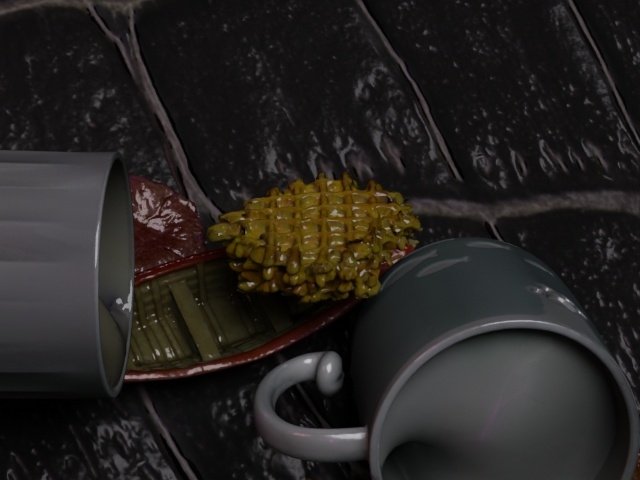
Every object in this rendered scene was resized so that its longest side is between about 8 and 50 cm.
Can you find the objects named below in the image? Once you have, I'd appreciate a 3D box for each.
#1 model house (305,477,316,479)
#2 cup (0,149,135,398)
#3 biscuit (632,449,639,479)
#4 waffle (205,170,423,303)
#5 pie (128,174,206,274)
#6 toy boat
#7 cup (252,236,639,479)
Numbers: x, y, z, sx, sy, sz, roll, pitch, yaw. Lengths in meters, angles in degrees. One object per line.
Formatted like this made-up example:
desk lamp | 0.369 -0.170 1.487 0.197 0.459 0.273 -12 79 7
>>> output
model house | -0.014 0.298 1.715 0.148 0.149 0.119 29 57 1
cup | -0.347 0.020 1.698 0.326 0.323 0.237 0 102 3
biscuit | 0.302 0.309 1.886 0.215 0.034 0.182 -7 63 -20
waffle | 0.000 0.000 1.809 0.197 0.070 0.193 14 35 32
pie | -0.193 -0.009 1.893 0.153 0.038 0.154 9 61 -16
toy boat | -0.081 0.071 1.863 0.392 0.079 0.136 -15 64 -25
cup | 0.110 0.147 1.757 0.356 0.259 0.274 -4 21 -3
